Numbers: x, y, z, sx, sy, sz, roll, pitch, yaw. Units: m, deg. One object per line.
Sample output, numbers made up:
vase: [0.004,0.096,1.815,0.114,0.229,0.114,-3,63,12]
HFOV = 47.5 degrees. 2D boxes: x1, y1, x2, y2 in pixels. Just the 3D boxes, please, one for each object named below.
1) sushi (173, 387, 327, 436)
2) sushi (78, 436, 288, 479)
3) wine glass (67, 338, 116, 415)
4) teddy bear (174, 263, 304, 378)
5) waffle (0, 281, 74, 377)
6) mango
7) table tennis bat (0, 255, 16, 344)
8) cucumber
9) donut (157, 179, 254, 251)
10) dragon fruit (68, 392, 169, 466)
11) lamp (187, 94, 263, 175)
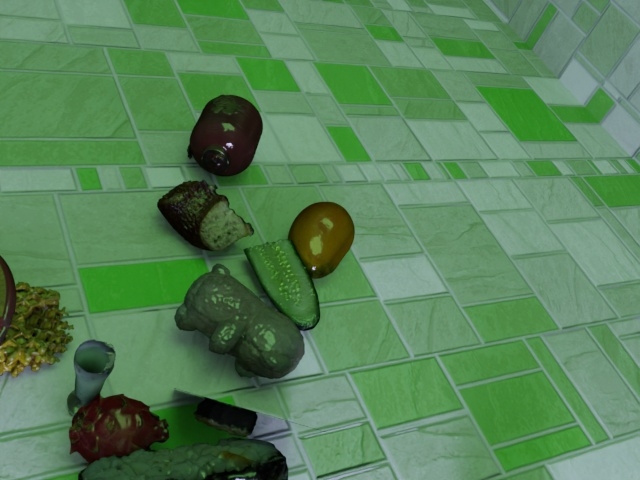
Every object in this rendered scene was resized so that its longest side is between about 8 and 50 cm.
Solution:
sushi: [-0.143,0.317,1.278,0.264,0.290,0.050,19,75,-10]
sushi: [-0.210,0.419,1.139,0.350,0.211,0.170,0,92,-37]
wine glass: [-0.400,0.243,1.266,0.072,0.155,0.072,14,43,-13]
teddy bear: [-0.156,0.174,1.467,0.267,0.151,0.236,41,15,2]
waffle: [-0.560,0.155,1.338,0.197,0.070,0.193,-12,53,-35]
mango: [-0.004,-0.004,1.754,0.151,0.120,0.221,33,49,5]
table tennis bat: [-0.639,0.160,1.238,0.268,0.051,0.414,-26,60,-10]
cucumber: [-0.076,0.107,1.640,0.115,0.063,0.244,-20,57,-12]
donut: [-0.272,-0.049,1.673,0.126,0.144,0.186,-43,105,-41]
dragon fruit: [-0.345,0.326,1.241,0.166,0.133,0.136,2,89,-25]
lamp: [-0.246,-0.266,1.860,0.180,0.180,0.258,22,42,-6]
